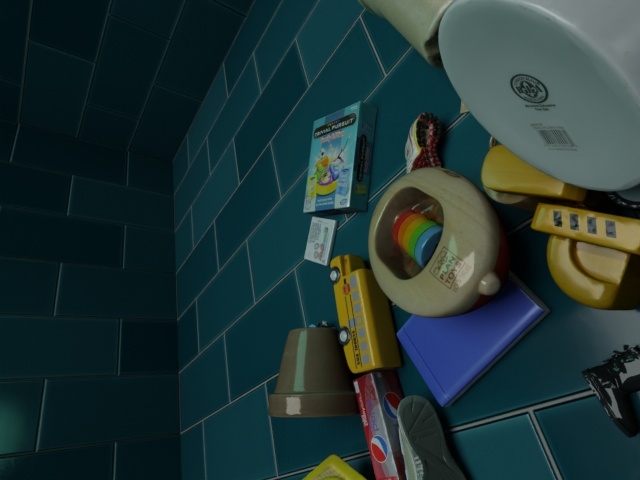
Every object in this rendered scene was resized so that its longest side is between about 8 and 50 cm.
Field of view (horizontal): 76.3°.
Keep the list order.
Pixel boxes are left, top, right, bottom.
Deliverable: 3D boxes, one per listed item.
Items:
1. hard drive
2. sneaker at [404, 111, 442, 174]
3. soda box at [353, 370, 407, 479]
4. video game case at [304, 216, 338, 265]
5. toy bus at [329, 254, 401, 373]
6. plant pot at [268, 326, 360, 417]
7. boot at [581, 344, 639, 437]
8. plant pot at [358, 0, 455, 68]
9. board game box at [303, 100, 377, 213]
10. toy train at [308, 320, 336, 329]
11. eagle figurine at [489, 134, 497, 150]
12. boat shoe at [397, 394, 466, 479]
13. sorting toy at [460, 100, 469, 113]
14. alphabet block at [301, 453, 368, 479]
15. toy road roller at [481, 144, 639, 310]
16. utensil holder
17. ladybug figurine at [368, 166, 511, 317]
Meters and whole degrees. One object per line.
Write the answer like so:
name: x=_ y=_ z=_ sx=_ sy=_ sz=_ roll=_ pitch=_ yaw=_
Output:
hard drive: x=0.319 y=0.188 z=0.916 sx=0.319 sy=0.040 sz=0.210 roll=-59 pitch=40 yaw=27
sneaker: x=0.267 y=-0.213 z=1.072 sx=0.093 sy=0.088 sz=0.225 roll=-162 pitch=79 yaw=-81
soda box: x=0.167 y=0.467 z=1.011 sx=0.083 sy=0.092 sz=0.263 roll=-42 pitch=50 yaw=42
video game case: x=0.000 y=0.000 z=1.428 sx=0.143 sy=0.019 sz=0.157 roll=14 pitch=93 yaw=55
toy bus: x=0.119 y=0.194 z=1.134 sx=0.130 sy=0.108 sz=0.333 roll=-35 pitch=55 yaw=45
plant pot: x=-0.013 y=0.369 z=1.150 sx=0.263 sy=0.263 sz=0.229 roll=-26 pitch=58 yaw=49
boot: x=0.499 y=0.238 z=0.653 sx=0.099 sy=0.045 sz=0.121 roll=-45 pitch=50 yaw=31
plant pot: x=0.281 y=-0.596 z=0.966 sx=0.334 sy=0.333 sz=0.305 roll=-43 pitch=60 yaw=40
board game box: x=0.059 y=-0.258 z=1.359 sx=0.253 sy=0.079 sz=0.336 roll=-2 pitch=80 yaw=54
toy train: x=-0.009 y=0.347 z=1.307 sx=0.105 sy=0.080 sz=0.184 roll=46 pitch=117 yaw=39
eagle figurine: x=0.449 y=-0.294 z=0.718 sx=0.298 sy=0.226 sz=0.225 roll=14 pitch=53 yaw=49
boat shoe: x=0.243 y=0.513 z=0.895 sx=0.103 sy=0.118 sz=0.320 roll=87 pitch=168 yaw=-60
sorting toy: x=0.373 y=-0.359 z=1.002 sx=0.062 sy=0.012 sz=0.083 roll=2 pitch=87 yaw=59
alphabet block: x=0.045 y=0.691 z=0.985 sx=0.193 sy=0.192 sz=0.197 roll=4 pitch=115 yaw=53
toy road roller: x=0.429 y=-0.027 z=0.676 sx=0.329 sy=0.202 sz=0.241 roll=24 pitch=101 yaw=52
utensil holder: x=0.383 y=-0.299 z=0.472 sx=0.385 sy=0.327 sz=0.327 roll=-44 pitch=43 yaw=5
ladybug figurine: x=0.252 y=0.007 z=0.885 sx=0.305 sy=0.161 sz=0.449 roll=-64 pitch=22 yaw=17
